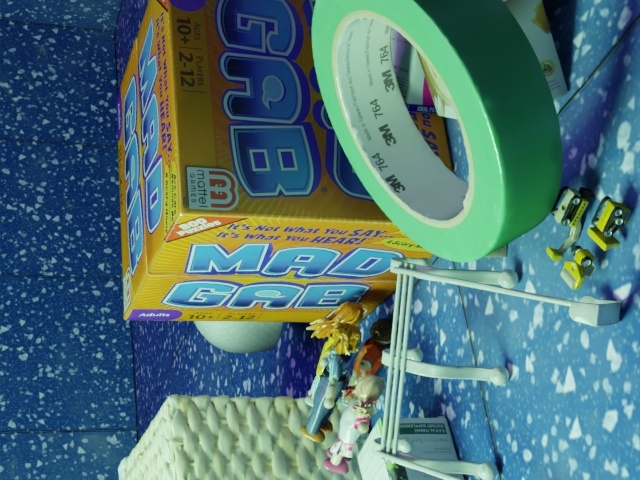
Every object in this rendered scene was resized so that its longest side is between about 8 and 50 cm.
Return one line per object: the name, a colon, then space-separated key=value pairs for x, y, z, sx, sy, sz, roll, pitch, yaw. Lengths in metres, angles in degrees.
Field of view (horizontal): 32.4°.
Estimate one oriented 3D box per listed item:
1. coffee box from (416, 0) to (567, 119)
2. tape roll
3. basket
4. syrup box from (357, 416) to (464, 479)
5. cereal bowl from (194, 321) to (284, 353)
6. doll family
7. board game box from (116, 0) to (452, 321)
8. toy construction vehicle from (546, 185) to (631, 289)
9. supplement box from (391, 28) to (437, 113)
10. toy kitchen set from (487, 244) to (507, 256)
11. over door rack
coffee box: x=0.151 y=-0.254 z=1.142 sx=0.141 sy=0.098 sz=0.246 roll=31 pitch=144 yaw=67
tape roll: x=0.109 y=-0.135 z=1.121 sx=0.321 sy=0.077 sz=0.321 roll=50 pitch=156 yaw=31
basket: x=-0.097 y=0.416 z=1.562 sx=0.266 sy=0.328 sz=0.331 roll=122 pitch=145 yaw=-50
syrup box: x=0.123 y=0.333 z=1.300 sx=0.096 sy=0.093 sz=0.237 roll=113 pitch=152 yaw=-44
cereal bowl: x=-0.169 y=0.026 z=1.806 sx=0.339 sy=0.141 sz=0.339 roll=172 pitch=90 yaw=-73
doll family: x=0.024 y=0.172 z=1.448 sx=0.263 sy=0.118 sz=0.163 roll=-69 pitch=-1 yaw=-68
board game box: x=-0.068 y=-0.113 z=1.493 sx=0.356 sy=0.356 sz=0.356 roll=129 pitch=139 yaw=-59
toy construction vehicle: x=0.258 y=-0.007 z=1.064 sx=0.086 sy=0.035 sz=0.098 roll=56 pitch=134 yaw=52
supplement box: x=0.143 y=-0.262 z=1.289 sx=0.114 sy=0.111 sz=0.220 roll=-142 pitch=56 yaw=-65
toy kitchen set: x=0.166 y=-0.021 z=1.261 sx=0.083 sy=0.068 sz=0.075 roll=-164 pitch=77 yaw=-69
over door rack: x=0.187 y=0.155 z=1.158 sx=0.324 sy=0.108 sz=0.239 roll=13 pitch=101 yaw=55
